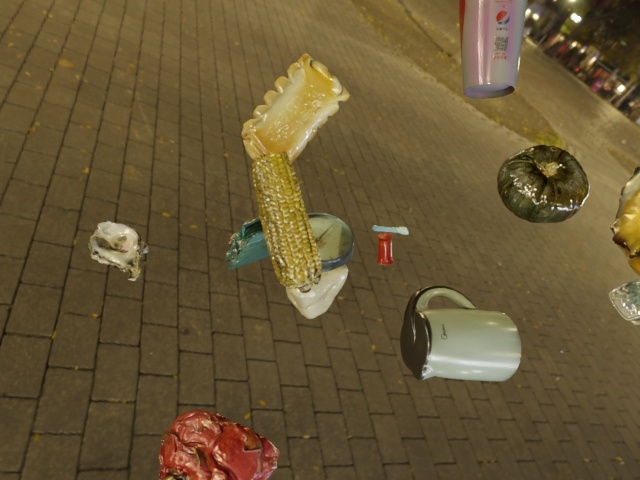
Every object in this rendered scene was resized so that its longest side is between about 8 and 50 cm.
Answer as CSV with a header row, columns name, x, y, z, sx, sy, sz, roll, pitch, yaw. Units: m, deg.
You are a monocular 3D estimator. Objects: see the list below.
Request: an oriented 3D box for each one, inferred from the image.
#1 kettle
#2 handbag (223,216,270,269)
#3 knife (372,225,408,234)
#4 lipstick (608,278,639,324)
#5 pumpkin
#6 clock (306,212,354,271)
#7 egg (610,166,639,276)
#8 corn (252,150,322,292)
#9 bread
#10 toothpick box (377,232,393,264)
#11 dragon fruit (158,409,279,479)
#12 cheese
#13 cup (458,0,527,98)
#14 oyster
name,x,y,z,sx,sy,sz,roll,pitch,yaw
kettle,0.304,0.211,1.061,0.236,0.161,0.221,6,63,-16
handbag,-0.223,-0.019,1.745,0.274,0.269,0.100,-24,73,-37
knife,0.169,-0.028,1.120,0.027,0.096,0.010,57,49,-43
lipstick,0.628,0.121,0.899,0.252,0.077,0.079,11,48,-50
pumpkin,0.574,-0.147,1.190,0.223,0.157,0.224,-1,61,1
clock,0.000,0.000,1.489,0.225,0.049,0.226,4,47,-4
egg,0.532,-0.016,0.515,0.201,0.337,0.337,45,32,-12
corn,-0.077,-0.037,1.010,0.115,0.115,0.318,-18,94,-51
bread,-0.081,-0.337,1.237,0.173,0.311,0.121,41,3,-22
toothpick box,0.178,0.021,1.264,0.047,0.083,0.047,-2,18,1
dragon fruit,-0.281,0.517,1.074,0.316,0.152,0.205,-1,35,20
cheese,-0.051,0.182,1.695,0.173,0.248,0.251,39,35,21
cup,0.455,-0.543,1.232,0.203,0.203,0.289,1,90,-41
oyster,-0.589,0.037,1.355,0.163,0.081,0.191,-10,63,-27
